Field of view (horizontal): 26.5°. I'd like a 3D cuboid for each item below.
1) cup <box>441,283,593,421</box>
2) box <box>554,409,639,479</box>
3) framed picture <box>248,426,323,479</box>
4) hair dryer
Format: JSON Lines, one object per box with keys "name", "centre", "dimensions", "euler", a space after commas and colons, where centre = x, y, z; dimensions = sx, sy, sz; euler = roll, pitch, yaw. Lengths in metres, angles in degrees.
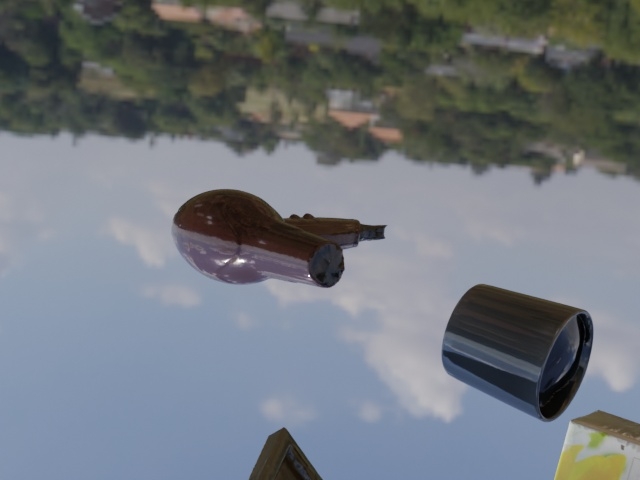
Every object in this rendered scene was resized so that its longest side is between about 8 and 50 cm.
{"name": "cup", "centre": [0.135, 0.077, 0.915], "dimensions": [0.077, 0.078, 0.100], "euler": [20, 165, 32]}
{"name": "box", "centre": [0.374, 0.316, 1.451], "dimensions": [0.260, 0.195, 0.111], "euler": [17, -172, 30]}
{"name": "framed picture", "centre": [0.031, 0.272, 0.856], "dimensions": [0.019, 0.281, 0.209], "euler": [-32, -172, 19]}
{"name": "hair dryer", "centre": [0.000, 0.000, 1.816], "dimensions": [0.340, 0.123, 0.312], "euler": [-3, -169, -42]}
